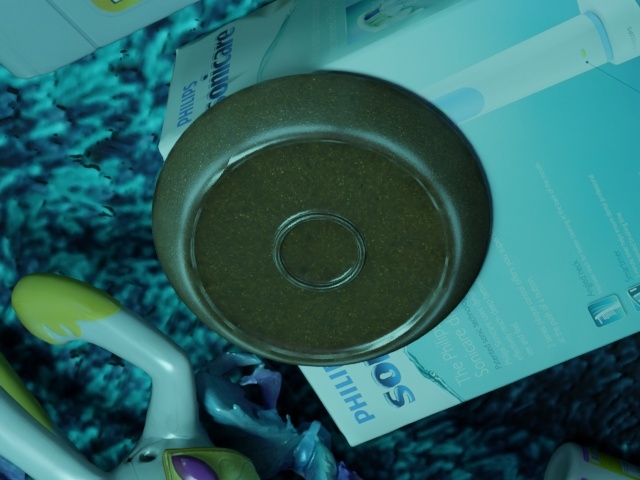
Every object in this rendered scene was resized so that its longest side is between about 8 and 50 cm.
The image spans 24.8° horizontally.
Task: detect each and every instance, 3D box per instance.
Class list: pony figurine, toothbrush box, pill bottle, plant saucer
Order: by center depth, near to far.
[{"bbox_3d":[0.000,0.000,0.711,0.168,0.029,0.168,0,122,0],"label":"plant saucer"},{"bbox_3d":[0.096,-0.052,0.768,0.296,0.126,0.216,-25,118,13],"label":"toothbrush box"},{"bbox_3d":[-0.097,0.196,0.832,0.363,0.303,0.351,32,137,9],"label":"pony figurine"},{"bbox_3d":[0.189,0.163,0.940,0.083,0.043,0.043,22,118,-11],"label":"pill bottle"}]

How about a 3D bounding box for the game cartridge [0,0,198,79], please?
[{"bbox_3d":[-0.091,-0.196,0.673,0.297,0.062,0.198,-22,142,23],"label":"game cartridge"}]
